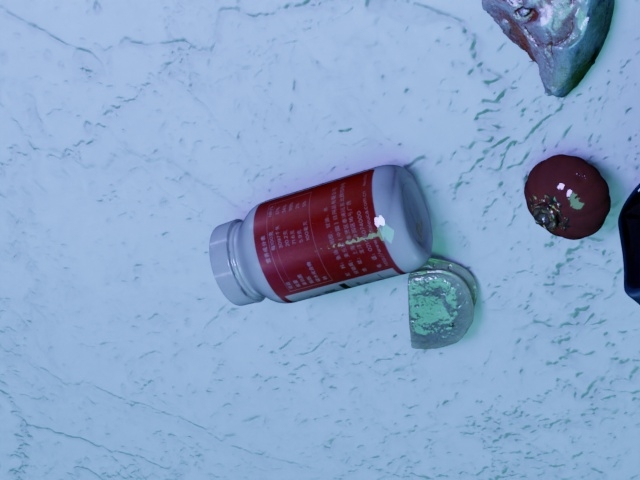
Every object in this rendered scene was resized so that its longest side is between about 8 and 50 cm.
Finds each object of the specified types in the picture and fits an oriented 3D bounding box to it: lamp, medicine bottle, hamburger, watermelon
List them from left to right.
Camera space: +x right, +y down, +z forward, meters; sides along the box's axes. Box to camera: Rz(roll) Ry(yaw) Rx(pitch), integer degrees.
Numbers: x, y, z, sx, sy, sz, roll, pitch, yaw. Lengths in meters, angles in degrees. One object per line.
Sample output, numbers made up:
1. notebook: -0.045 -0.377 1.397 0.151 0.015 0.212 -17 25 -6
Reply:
1. medicine bottle: 0.000 0.000 1.169 0.250 0.131 0.131 -16 114 22
2. hamburger: 0.154 0.077 1.223 0.084 0.054 0.121 -1 112 17
3. watermelon: 0.231 -0.231 1.015 0.139 0.071 0.187 12 122 12
4. lamp: 0.276 -0.048 1.096 0.101 0.090 0.101 36 145 31

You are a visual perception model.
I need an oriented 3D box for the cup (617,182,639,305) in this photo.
1. cup: 0.435 -0.076 0.919 0.242 0.292 0.308 10 122 9
